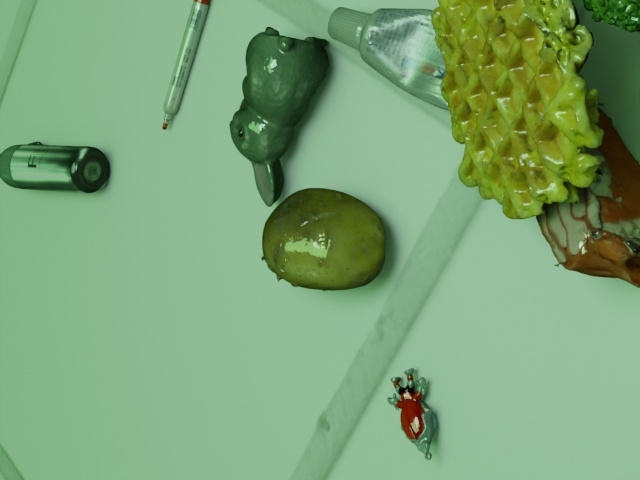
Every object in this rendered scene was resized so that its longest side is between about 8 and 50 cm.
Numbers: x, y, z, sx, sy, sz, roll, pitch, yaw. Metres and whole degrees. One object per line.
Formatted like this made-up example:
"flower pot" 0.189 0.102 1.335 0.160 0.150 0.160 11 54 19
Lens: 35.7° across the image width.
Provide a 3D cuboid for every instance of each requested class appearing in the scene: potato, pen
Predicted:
"potato" 0.000 0.000 1.258 0.175 0.137 0.137 -5 85 39
"pen" -0.207 -0.271 1.513 0.026 0.026 0.218 30 108 37

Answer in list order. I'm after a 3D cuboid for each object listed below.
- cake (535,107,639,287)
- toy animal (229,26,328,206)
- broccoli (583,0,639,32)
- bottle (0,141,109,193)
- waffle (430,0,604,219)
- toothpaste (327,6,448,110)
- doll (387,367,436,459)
"cake" 0.274 -0.055 1.038 0.098 0.135 0.287 -61 43 40
"toy animal" -0.072 -0.170 1.328 0.108 0.138 0.236 23 102 4
"broccoli" 0.347 -0.356 0.847 0.321 0.310 0.413 -20 38 11
"bottle" -0.458 -0.129 1.694 0.253 0.079 0.096 4 54 41
"waffle" 0.190 -0.176 1.018 0.307 0.060 0.312 -174 72 -74
"toothpaste" 0.129 -0.227 1.203 0.282 0.068 0.099 26 136 29
"doll" 0.115 0.214 1.208 0.057 0.039 0.114 -22 63 10
